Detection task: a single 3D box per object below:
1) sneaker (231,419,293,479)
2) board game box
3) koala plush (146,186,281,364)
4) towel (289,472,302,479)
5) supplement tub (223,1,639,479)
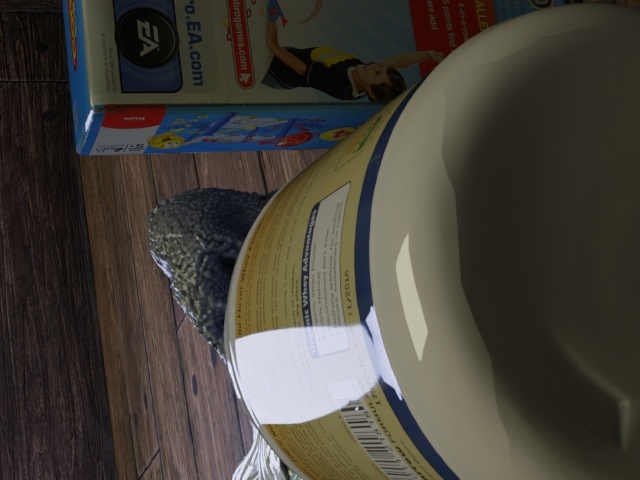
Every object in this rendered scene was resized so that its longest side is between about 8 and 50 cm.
[{"bbox_3d":[-0.037,0.259,1.046,0.115,0.090,0.232,-139,48,-57],"label":"sneaker"},{"bbox_3d":[-0.009,-0.213,0.601,0.086,0.301,0.308,147,118,-66],"label":"board game box"},{"bbox_3d":[0.000,0.000,0.765,0.203,0.221,0.196,53,-177,-22],"label":"koala plush"},{"bbox_3d":[0.018,0.307,0.784,0.321,0.090,0.375,-98,19,-60],"label":"towel"},{"bbox_3d":[0.080,0.036,0.508,0.316,0.228,0.229,152,113,-67],"label":"supplement tub"}]
